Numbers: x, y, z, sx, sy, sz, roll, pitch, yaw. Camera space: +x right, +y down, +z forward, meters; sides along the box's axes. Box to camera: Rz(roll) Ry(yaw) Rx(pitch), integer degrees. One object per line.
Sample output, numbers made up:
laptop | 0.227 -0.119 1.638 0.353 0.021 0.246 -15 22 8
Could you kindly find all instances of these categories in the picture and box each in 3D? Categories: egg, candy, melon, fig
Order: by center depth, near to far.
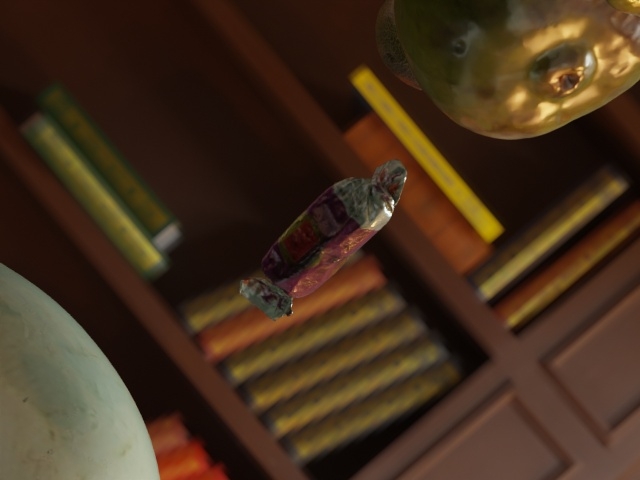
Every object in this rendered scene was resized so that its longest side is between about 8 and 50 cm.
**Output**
egg | -0.252 0.107 1.159 0.371 0.230 0.230 32 -13 27
candy | 0.000 0.000 1.367 0.043 0.175 0.045 -2 55 -50
fig | 0.141 -0.196 1.425 0.225 0.203 0.203 67 5 33
melon | 0.093 -0.168 1.593 0.099 0.099 0.162 50 4 0

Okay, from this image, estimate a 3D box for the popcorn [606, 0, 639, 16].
popcorn | 0.163 -0.240 1.108 0.276 0.276 0.225 -141 -147 -63
